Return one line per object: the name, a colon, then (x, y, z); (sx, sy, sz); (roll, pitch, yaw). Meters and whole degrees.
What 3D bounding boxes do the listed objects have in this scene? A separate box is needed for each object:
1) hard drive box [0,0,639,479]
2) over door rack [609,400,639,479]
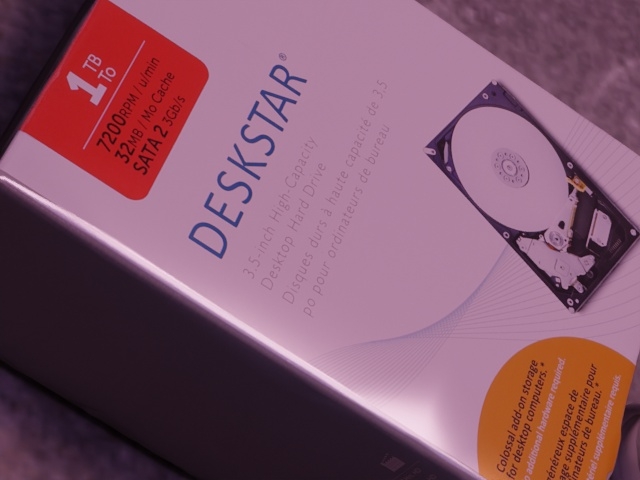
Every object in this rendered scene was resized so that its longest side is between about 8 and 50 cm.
hard drive box: (0.000, 0.000, 0.664); (0.232, 0.089, 0.181); (32, 50, -12)
over door rack: (0.299, 0.128, 0.684); (0.239, 0.108, 0.324); (-15, 29, -39)
